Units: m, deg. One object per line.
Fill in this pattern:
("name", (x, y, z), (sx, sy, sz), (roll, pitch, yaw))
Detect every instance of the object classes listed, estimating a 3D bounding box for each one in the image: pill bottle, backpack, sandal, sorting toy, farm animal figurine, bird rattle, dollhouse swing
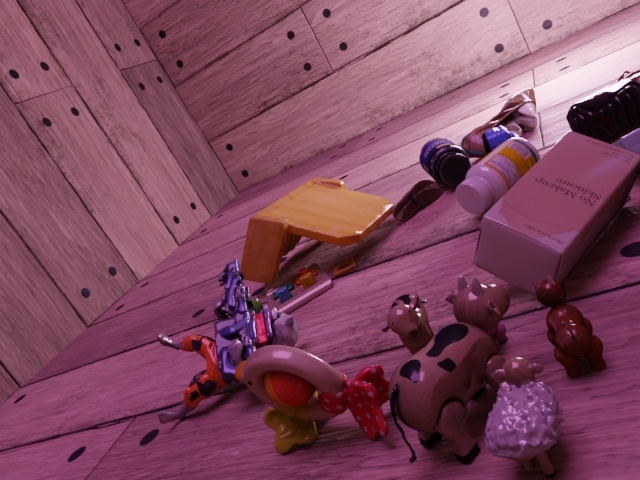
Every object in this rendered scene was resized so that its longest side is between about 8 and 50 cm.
("pill bottle", (0.431, -0.154, 1.365), (0.208, 0.117, 0.118), (-37, 17, -24))
("backpack", (0.507, -0.259, 1.548), (0.101, 0.120, 0.098), (-26, 16, 12))
("sandal", (0.275, -0.116, 1.635), (0.180, 0.072, 0.049), (-40, -3, -18))
("sorting toy", (-0.067, 0.123, 1.515), (0.348, 0.047, 0.196), (-30, 16, -4))
("pill bottle", (0.380, -0.236, 1.691), (0.123, 0.122, 0.219), (-28, 18, 7))
("farm animal figurine", (0.190, 0.144, 0.775), (0.330, 0.172, 0.327), (-14, 23, 44))
("bird rattle", (-0.020, 0.235, 0.848), (0.254, 0.207, 0.143), (-24, 32, 51))
("dollhouse swing", (0.000, 0.000, 1.657), (0.305, 0.315, 0.347), (28, 36, 18))

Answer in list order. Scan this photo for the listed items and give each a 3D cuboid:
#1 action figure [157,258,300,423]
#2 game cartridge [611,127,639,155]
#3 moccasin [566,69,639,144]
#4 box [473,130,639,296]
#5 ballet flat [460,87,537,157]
("action figure", (-0.196, 0.220, 1.231), (0.330, 0.178, 0.341), (-20, 42, 14))
("game cartridge", (0.720, -0.240, 1.117), (0.294, 0.060, 0.196), (-29, -11, 5))
("moccasin", (0.686, -0.308, 1.264), (0.147, 0.139, 0.380), (-27, -7, -2))
("box", (0.417, -0.052, 0.977), (0.148, 0.121, 0.311), (30, 54, 30))
("ballet flat", (0.598, -0.363, 1.760), (0.342, 0.116, 0.124), (-35, 37, -18))
